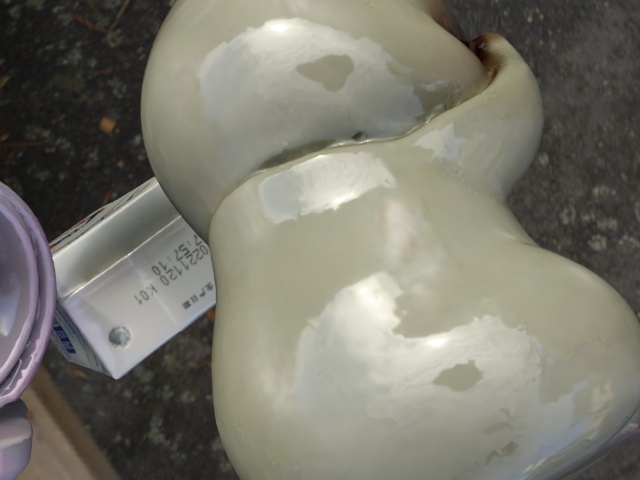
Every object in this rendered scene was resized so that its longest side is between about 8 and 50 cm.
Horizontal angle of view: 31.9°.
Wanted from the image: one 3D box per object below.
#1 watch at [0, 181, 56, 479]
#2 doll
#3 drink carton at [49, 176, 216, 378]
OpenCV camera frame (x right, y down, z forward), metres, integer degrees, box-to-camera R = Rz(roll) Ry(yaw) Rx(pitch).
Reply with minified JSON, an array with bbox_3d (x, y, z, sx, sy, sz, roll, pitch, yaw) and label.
[{"bbox_3d":[-0.289,0.058,0.669,0.211,0.248,0.217,10,104,36],"label":"watch"},{"bbox_3d":[0.030,0.008,0.593,0.226,0.215,0.370,-13,69,2],"label":"doll"},{"bbox_3d":[-0.166,0.031,0.913,0.130,0.315,0.106,-39,100,-18],"label":"drink carton"}]
